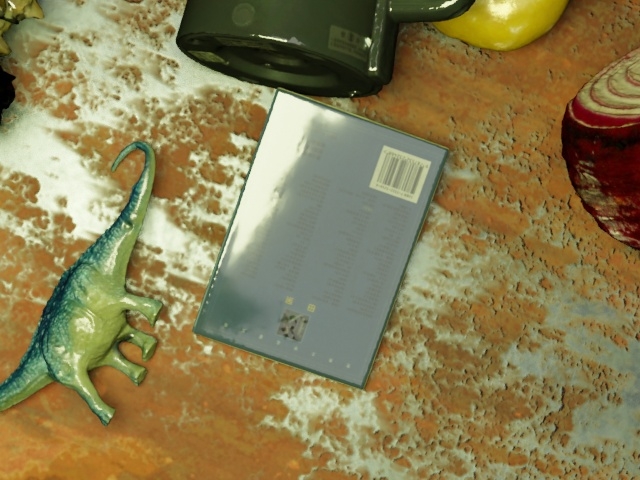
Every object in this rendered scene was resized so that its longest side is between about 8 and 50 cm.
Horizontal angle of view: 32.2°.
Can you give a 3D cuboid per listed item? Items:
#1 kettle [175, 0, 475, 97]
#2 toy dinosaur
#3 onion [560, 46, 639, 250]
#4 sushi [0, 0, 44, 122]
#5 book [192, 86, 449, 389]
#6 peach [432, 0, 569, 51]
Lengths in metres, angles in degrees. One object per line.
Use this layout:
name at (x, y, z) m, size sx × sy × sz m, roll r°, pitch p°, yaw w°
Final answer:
kettle at (0.010, -0.310, 1.059) m, size 0.203 × 0.262 × 0.308 m, roll 16°, pitch 84°, yaw -39°
toy dinosaur at (-0.231, 0.080, 1.115) m, size 0.147 × 0.076 × 0.363 m, roll 31°, pitch 90°, yaw 4°
onion at (0.357, -0.073, 1.104) m, size 0.207 × 0.216 × 0.206 m, roll -27°, pitch 113°, yaw -1°
sushi at (-0.383, -0.216, 1.045) m, size 0.238 × 0.225 × 0.219 m, roll 30°, pitch 76°, yaw -36°
book at (0.000, 0.000, 1.143) m, size 0.191 × 0.025 × 0.269 m, roll 19°, pitch 95°, yaw -4°
peach at (0.177, -0.284, 1.141) m, size 0.179 × 0.103 × 0.179 m, roll 1°, pitch 85°, yaw -8°
